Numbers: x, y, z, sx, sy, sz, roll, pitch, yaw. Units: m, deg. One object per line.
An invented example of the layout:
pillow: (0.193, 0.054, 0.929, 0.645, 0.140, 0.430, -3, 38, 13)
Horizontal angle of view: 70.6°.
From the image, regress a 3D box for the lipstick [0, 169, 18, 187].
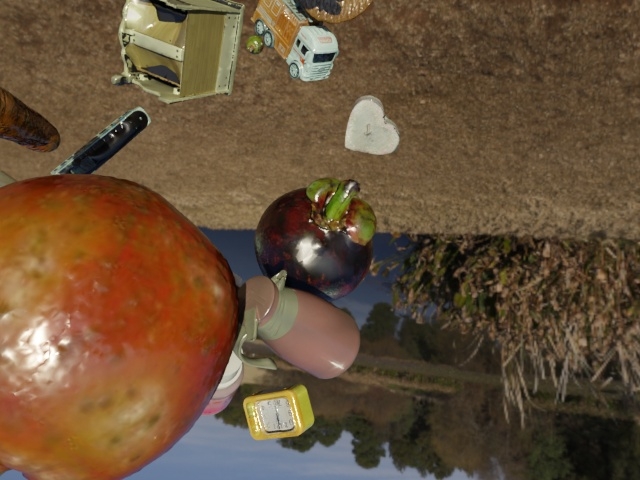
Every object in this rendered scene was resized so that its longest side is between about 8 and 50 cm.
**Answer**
lipstick: (-0.600, -0.052, 0.927, 0.253, 0.079, 0.077, 33, -165, 5)

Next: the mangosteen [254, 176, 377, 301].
mangosteen: (0.000, 0.000, 1.125, 0.306, 0.305, 0.359, 18, 153, -22)

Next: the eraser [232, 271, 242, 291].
eraser: (-0.416, 0.062, 1.416, 0.096, 0.098, 0.404, -29, 128, 20)

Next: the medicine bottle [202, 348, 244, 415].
medicine bottle: (-0.264, 0.330, 1.116, 0.147, 0.147, 0.247, 15, 140, -12)

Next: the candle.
candle: (0.147, -0.342, 1.410, 0.169, 0.068, 0.192, -27, 114, 24)

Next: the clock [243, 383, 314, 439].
clock: (-0.132, 0.536, 1.414, 0.202, 0.143, 0.096, -20, 169, 27)

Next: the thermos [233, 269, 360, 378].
thermos: (-0.057, 0.167, 0.846, 0.146, 0.176, 0.265, 31, 174, 43)

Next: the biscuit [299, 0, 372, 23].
biscuit: (0.045, -0.746, 1.260, 0.262, 0.261, 0.037, 8, -156, 7)

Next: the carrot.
carrot: (-0.392, -0.155, 0.572, 0.060, 0.060, 0.186, 10, 177, 3)

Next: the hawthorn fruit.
hawthorn fruit: (-0.325, 0.128, 0.589, 0.403, 0.402, 0.403, 9, 162, 3)

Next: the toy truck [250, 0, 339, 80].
toy truck: (-0.073, -0.649, 1.406, 0.136, 0.305, 0.162, -24, 160, -37)

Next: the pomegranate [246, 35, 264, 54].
pomegranate: (-0.257, -0.770, 1.783, 0.073, 0.073, 0.084, 15, -155, -13)

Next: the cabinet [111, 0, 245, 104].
cabinet: (-0.428, -0.591, 1.359, 0.228, 0.318, 0.289, 26, 122, 14)

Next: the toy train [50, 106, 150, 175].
toy train: (-0.410, -0.180, 0.858, 0.047, 0.207, 0.043, 15, 147, 42)
